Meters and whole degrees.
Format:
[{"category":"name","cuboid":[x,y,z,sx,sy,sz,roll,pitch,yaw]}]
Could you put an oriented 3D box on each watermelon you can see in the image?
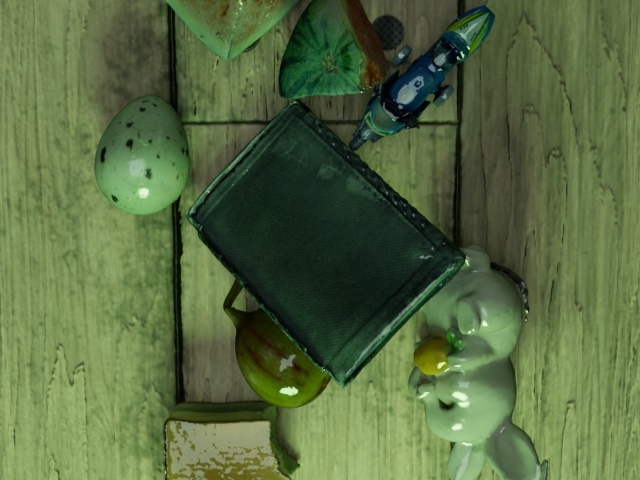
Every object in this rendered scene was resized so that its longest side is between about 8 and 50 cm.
[{"category":"watermelon","cuboid":[-0.005,-0.241,1.335,0.146,0.231,0.128,-29,106,18]},{"category":"watermelon","cuboid":[-0.110,-0.380,1.324,0.213,0.201,0.262,42,102,5]}]

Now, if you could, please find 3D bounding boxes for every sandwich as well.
[{"category":"sandwich","cuboid":[-0.123,0.347,1.471,0.186,0.108,0.220,0,96,3]}]

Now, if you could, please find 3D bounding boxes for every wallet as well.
[{"category":"wallet","cuboid":[0.000,0.000,1.377,0.237,0.075,0.342,-46,65,1]}]

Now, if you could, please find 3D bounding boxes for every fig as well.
[{"category":"fig","cuboid":[-0.063,0.143,1.422,0.186,0.142,0.148,29,96,-2]}]

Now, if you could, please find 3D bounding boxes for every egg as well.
[{"category":"egg","cuboid":[-0.239,-0.116,1.409,0.131,0.131,0.164,15,75,0]}]

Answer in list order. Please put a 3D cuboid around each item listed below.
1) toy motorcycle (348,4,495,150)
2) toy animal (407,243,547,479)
[{"category":"toy motorcycle","cuboid":[0.129,-0.209,1.367,0.092,0.135,0.254,45,98,-4]},{"category":"toy animal","cuboid":[0.206,0.175,1.389,0.154,0.208,0.325,-18,86,-35]}]
